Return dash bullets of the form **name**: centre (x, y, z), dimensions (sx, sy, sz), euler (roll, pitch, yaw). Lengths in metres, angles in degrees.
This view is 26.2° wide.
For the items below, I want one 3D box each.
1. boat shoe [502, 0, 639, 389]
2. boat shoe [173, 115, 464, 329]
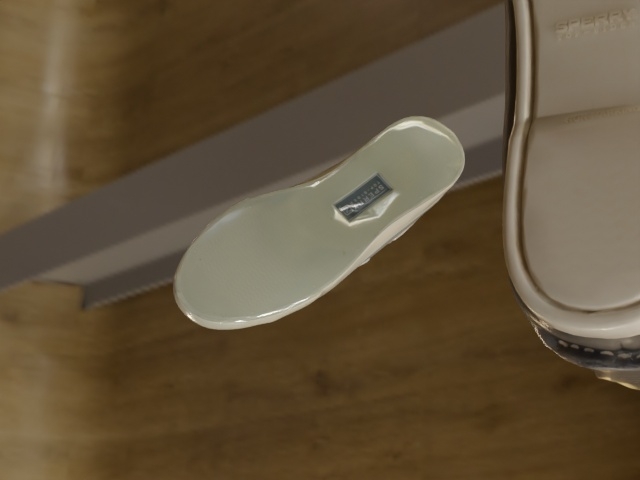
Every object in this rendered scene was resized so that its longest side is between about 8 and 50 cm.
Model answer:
- **boat shoe**: centre (0.136, -0.097, 0.598), dimensions (0.112, 0.095, 0.335), euler (-1, -116, 24)
- **boat shoe**: centre (0.000, -0.001, 0.914), dimensions (0.079, 0.227, 0.081), euler (52, -25, 13)
